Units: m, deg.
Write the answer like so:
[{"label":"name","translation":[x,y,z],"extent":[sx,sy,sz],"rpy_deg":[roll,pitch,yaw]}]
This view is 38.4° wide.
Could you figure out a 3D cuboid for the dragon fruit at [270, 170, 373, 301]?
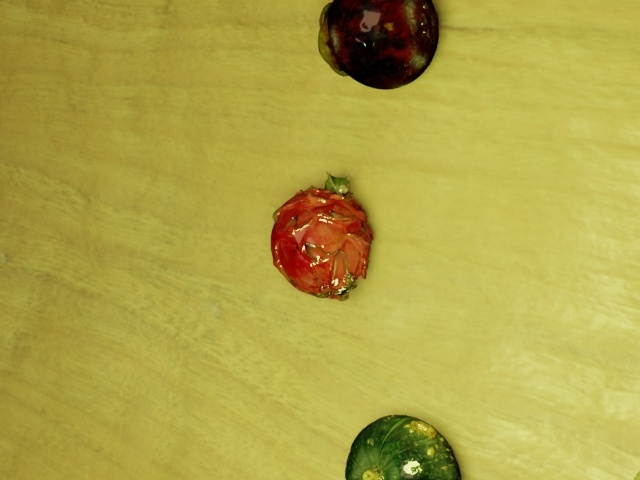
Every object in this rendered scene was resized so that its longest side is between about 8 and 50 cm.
[{"label":"dragon fruit","translation":[0.000,0.000,1.514],"extent":[0.172,0.172,0.209],"rpy_deg":[-14,62,28]}]

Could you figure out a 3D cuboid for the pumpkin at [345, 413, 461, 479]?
[{"label":"pumpkin","translation":[0.124,0.358,1.402],"extent":[0.190,0.146,0.190],"rpy_deg":[-5,80,27]}]

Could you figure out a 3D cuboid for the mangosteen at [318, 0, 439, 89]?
[{"label":"mangosteen","translation":[0.092,-0.341,1.496],"extent":[0.210,0.210,0.209],"rpy_deg":[-5,80,29]}]

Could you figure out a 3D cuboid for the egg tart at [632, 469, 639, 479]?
[{"label":"egg tart","translation":[0.510,0.365,1.211],"extent":[0.213,0.090,0.212],"rpy_deg":[-4,81,29]}]
